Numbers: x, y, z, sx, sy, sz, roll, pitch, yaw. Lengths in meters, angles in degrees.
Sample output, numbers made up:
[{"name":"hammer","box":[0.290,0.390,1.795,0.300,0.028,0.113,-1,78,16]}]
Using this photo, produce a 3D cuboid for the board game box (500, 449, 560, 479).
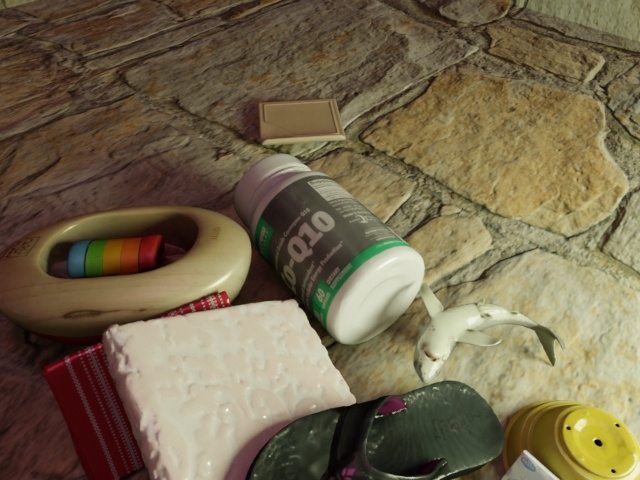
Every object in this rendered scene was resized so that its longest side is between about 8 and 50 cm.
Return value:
[{"name":"board game box","box":[0.285,0.350,0.709,0.090,0.090,0.020,40,11,32]}]

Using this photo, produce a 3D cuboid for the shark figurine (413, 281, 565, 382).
[{"name":"shark figurine","box":[0.256,0.157,0.883,0.278,0.116,0.166,-4,47,-17]}]

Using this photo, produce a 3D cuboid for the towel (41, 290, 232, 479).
[{"name":"towel","box":[-0.234,0.214,0.776,0.274,0.199,0.031,-22,13,-22]}]

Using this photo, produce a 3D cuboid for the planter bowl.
[{"name":"planter bowl","box":[0.379,0.304,0.747,0.217,0.090,0.217,0,45,0]}]

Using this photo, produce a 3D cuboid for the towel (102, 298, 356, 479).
[{"name":"towel","box":[-0.083,0.232,0.685,0.316,0.053,0.332,-4,51,-44]}]

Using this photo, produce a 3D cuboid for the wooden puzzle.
[{"name":"wooden puzzle","box":[-0.055,-0.316,1.419,0.220,0.044,0.239,-4,40,-5]}]

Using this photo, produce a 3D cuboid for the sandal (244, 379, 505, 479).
[{"name":"sandal","box":[0.092,0.256,0.665,0.445,0.107,0.168,-8,50,-42]}]

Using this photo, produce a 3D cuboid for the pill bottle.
[{"name":"pill bottle","box":[0.000,0.000,0.973,0.204,0.204,0.361,-26,50,-25]}]

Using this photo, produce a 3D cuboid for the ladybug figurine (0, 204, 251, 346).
[{"name":"ladybug figurine","box":[-0.338,0.067,0.913,0.448,0.162,0.305,-2,35,2]}]
